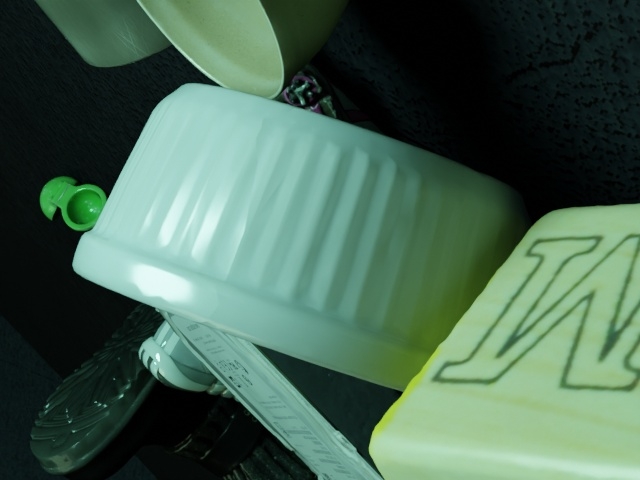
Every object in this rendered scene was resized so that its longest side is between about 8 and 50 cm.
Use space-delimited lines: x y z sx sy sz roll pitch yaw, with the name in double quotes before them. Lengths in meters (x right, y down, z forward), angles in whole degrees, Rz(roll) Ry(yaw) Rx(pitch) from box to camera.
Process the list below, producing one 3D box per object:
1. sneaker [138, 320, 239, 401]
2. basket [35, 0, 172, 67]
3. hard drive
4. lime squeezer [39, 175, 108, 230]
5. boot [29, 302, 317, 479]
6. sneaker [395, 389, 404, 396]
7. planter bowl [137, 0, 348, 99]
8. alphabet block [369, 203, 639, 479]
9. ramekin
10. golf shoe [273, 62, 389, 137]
"sneaker" -0.062 0.090 1.490 0.228 0.132 0.086 13 -159 -50
"basket" -0.161 -0.236 0.958 0.204 0.154 0.227 25 155 52
"hard drive" 0.001 0.134 1.217 0.339 0.064 0.237 46 166 -5
"lime squeezer" -0.272 -0.024 1.778 0.310 0.059 0.110 14 141 59
"boot" -0.131 0.209 1.577 0.131 0.348 0.260 -23 106 32
"sneaker" 0.078 0.217 1.396 0.300 0.111 0.121 43 157 10
"planter bowl" -0.039 -0.176 0.856 0.162 0.109 0.162 41 160 18
"alphabet block" 0.179 0.107 0.741 0.197 0.193 0.192 -1 127 50
"ramekin" 0.000 0.000 0.895 0.272 0.127 0.273 18 180 0
"golf shoe" 0.016 -0.065 1.052 0.186 0.067 0.086 51 -165 -23
